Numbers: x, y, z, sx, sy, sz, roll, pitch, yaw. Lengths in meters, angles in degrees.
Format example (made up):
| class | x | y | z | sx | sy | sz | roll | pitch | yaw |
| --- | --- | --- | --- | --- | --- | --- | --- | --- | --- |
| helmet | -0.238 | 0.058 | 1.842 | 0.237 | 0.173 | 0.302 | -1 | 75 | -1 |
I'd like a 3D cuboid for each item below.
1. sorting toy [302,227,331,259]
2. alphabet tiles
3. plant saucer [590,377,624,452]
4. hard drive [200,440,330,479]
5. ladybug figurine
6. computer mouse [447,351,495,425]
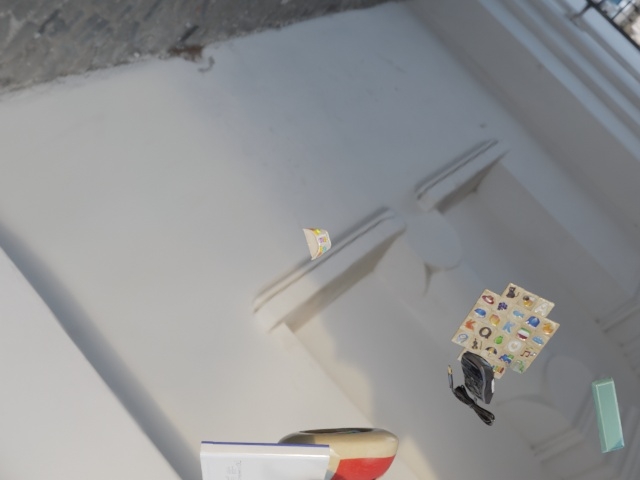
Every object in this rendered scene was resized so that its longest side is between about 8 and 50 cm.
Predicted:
| class | x | y | z | sx | sy | sz | roll | pitch | yaw |
| --- | --- | --- | --- | --- | --- | --- | --- | --- | --- |
| sorting toy | 0.000 | 0.000 | 1.657 | 0.044 | 0.083 | 0.075 | -18 | 178 | 35 |
| alphabet tiles | 0.623 | 0.311 | 2.147 | 0.011 | 0.285 | 0.343 | -75 | -169 | -65 |
| plant saucer | 0.772 | 0.469 | 1.699 | 0.067 | 0.192 | 0.018 | -9 | 179 | -13 |
| hard drive | -0.145 | 0.579 | 1.640 | 0.210 | 0.318 | 0.040 | 99 | -7 | -49 |
| ladybug figurine | 0.065 | 0.675 | 1.977 | 0.449 | 0.162 | 0.305 | 10 | 164 | -39 |
| computer mouse | 0.429 | 0.385 | 1.799 | 0.060 | 0.184 | 0.262 | -29 | 125 | -18 |
